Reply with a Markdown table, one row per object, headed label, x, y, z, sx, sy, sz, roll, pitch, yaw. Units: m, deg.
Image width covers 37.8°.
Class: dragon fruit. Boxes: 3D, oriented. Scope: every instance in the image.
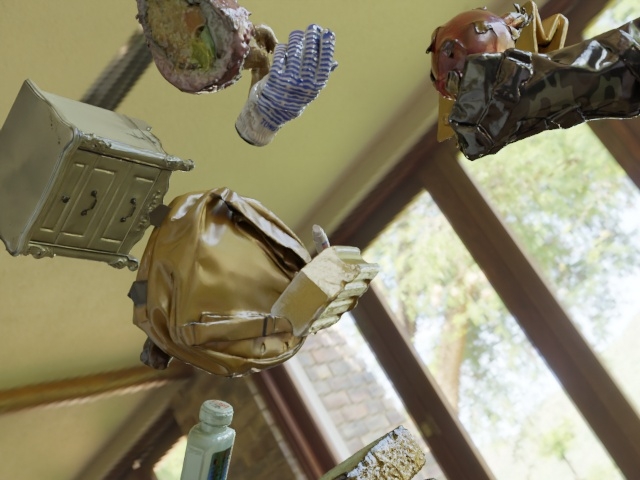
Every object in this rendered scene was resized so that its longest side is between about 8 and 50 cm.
| label | x | y | z | sx | sy | sz | roll | pitch | yaw |
| --- | --- | --- | --- | --- | --- | --- | --- | --- | --- |
| dragon fruit | 0.246 | -0.291 | 1.386 | 0.246 | 0.125 | 0.125 | -41 | 13 | -34 |

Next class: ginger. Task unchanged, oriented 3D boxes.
| label | x | y | z | sx | sy | sz | roll | pitch | yaw |
| --- | --- | --- | --- | --- | --- | --- | --- | --- | --- |
| ginger | -0.148 | -0.361 | 1.935 | 0.133 | 0.059 | 0.214 | -12 | -67 | -35 |

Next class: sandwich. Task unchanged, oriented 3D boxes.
| label | x | y | z | sx | sy | sz | roll | pitch | yaw |
| --- | --- | --- | --- | --- | --- | --- | --- | --- | --- |
| sandwich | 0.033 | 0.449 | 1.621 | 0.249 | 0.095 | 0.273 | -37 | -8 | 23 |

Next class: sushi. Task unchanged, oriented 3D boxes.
| label | x | y | z | sx | sy | sz | roll | pitch | yaw |
| --- | --- | --- | --- | --- | --- | --- | --- | --- | --- |
| sushi | -0.214 | -0.327 | 1.470 | 0.107 | 0.241 | 0.161 | -28 | -36 | -61 |

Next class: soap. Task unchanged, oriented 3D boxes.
| label | x | y | z | sx | sy | sz | roll | pitch | yaw |
| --- | --- | --- | --- | --- | --- | --- | --- | --- | --- |
| soap | 0.013 | 0.078 | 1.495 | 0.140 | 0.073 | 0.232 | -53 | -12 | 7 |

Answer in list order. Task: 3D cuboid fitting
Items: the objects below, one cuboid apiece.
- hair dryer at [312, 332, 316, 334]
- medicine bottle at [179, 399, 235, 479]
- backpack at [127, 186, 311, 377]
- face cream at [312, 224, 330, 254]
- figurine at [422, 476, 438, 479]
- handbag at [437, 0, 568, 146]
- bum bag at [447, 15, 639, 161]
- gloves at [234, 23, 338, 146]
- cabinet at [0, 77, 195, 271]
| label | x | y | z | sx | sy | sz | roll | pitch | yaw |
| --- | --- | --- | --- | --- | --- | --- | --- | --- | --- |
| hair dryer | -0.178 | 0.127 | 2.138 | 0.321 | 0.284 | 0.155 | 9 | -76 | -15 |
| medicine bottle | -0.230 | 0.442 | 1.904 | 0.121 | 0.083 | 0.228 | -12 | -63 | -65 |
| backpack | -0.172 | 0.092 | 1.728 | 0.201 | 0.353 | 0.378 | -1 | -26 | 45 |
| face cream | 0.000 | 0.000 | 2.249 | 0.034 | 0.034 | 0.130 | -29 | -28 | -5 |
| figurine | 0.172 | 0.414 | 1.034 | 0.208 | 0.257 | 0.180 | 24 | -80 | -42 |
| handbag | 0.452 | -0.419 | 2.414 | 0.133 | 0.282 | 0.401 | 16 | -20 | -26 |
| bum bag | 0.334 | -0.214 | 1.283 | 0.341 | 0.143 | 0.095 | -15 | 15 | -4 |
| gloves | -0.051 | -0.250 | 1.520 | 0.119 | 0.097 | 0.229 | 8 | -59 | -53 |
| cabinet | -0.485 | -0.119 | 1.925 | 0.318 | 0.227 | 0.289 | 13 | -67 | -50 |
